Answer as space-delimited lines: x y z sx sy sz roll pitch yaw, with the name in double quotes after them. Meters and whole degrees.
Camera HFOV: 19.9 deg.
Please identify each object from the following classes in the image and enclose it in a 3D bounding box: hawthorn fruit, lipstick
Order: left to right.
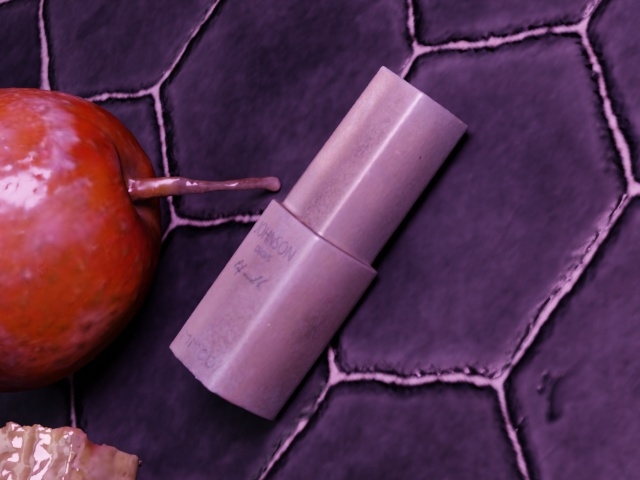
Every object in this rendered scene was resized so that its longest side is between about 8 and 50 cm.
-0.235 -0.019 1.404 0.231 0.235 0.263 35 95 47 "hawthorn fruit"
0.000 0.000 1.285 0.253 0.077 0.079 -56 42 4 "lipstick"

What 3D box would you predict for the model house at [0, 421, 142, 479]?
-0.232 0.238 1.316 0.254 0.160 0.196 -8 62 39 "model house"
